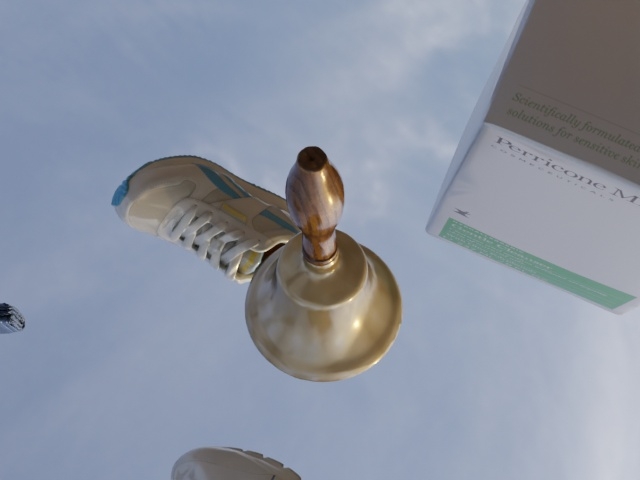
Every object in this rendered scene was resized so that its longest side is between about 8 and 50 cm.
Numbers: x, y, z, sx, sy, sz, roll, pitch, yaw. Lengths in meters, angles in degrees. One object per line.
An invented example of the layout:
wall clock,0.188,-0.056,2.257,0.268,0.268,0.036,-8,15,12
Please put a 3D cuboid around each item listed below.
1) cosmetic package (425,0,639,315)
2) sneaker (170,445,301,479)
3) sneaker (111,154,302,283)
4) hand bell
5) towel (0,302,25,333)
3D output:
cosmetic package,0.205,-0.068,0.904,0.197,0.155,0.365,23,172,5
sneaker,-0.050,0.286,1.077,0.129,0.111,0.297,11,-154,-48
sneaker,-0.099,-0.015,1.224,0.228,0.087,0.092,16,-146,-38
hand bell,0.000,0.000,0.874,0.126,0.126,0.242,60,168,24
towel,-0.412,0.092,1.450,0.067,0.119,0.029,80,-172,-71
